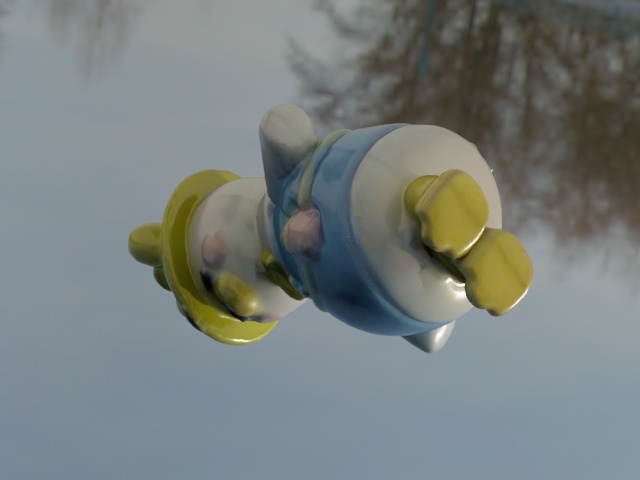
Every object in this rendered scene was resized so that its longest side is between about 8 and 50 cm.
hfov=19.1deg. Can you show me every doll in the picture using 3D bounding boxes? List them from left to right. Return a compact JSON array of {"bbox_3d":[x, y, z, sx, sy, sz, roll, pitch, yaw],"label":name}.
[{"bbox_3d":[0.000,0.001,0.931,0.135,0.098,0.241,18,159,-42],"label":"doll"}]
